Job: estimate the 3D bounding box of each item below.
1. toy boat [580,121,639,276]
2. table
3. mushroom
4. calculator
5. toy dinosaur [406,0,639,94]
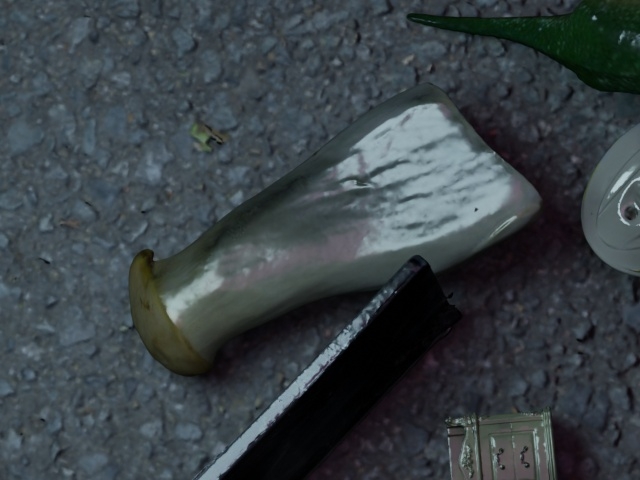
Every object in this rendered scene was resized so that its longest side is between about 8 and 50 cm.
[{"bbox_3d":[0.334,-0.073,1.493,0.269,0.141,0.140,-28,77,-17],"label":"toy boat"},{"bbox_3d":[0.142,0.174,1.488,0.083,0.062,0.079,-5,77,4],"label":"table"},{"bbox_3d":[0.000,0.000,1.497,0.329,0.159,0.122,-29,122,1],"label":"mushroom"},{"bbox_3d":[0.006,0.125,1.460,0.261,0.161,0.021,-45,67,-7],"label":"calculator"},{"bbox_3d":[0.235,-0.121,1.422,0.447,0.087,0.301,-3,34,28],"label":"toy dinosaur"}]
